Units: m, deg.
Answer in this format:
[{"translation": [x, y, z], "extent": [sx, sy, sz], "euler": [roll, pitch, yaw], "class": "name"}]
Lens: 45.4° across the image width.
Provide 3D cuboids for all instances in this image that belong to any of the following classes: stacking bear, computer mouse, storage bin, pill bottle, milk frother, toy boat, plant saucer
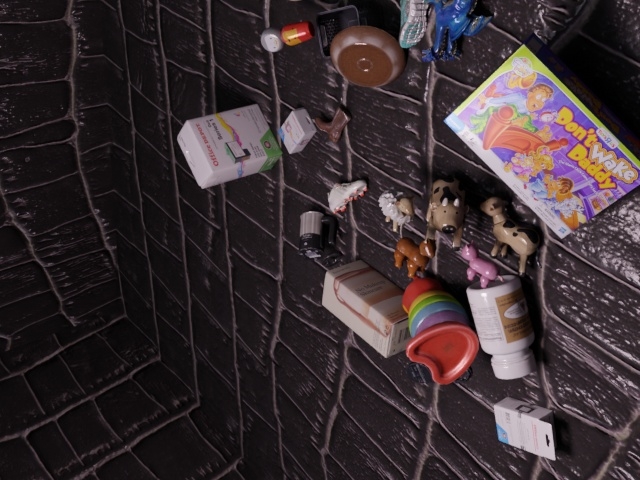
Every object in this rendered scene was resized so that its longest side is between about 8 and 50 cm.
[{"translation": [0.293, 0.201, 1.986], "extent": [0.175, 0.164, 0.289], "euler": [43, -164, -27], "class": "stacking bear"}, {"translation": [0.338, 0.370, 2.174], "extent": [0.242, 0.041, 0.071], "euler": [-10, 107, 50], "class": "computer mouse"}, {"translation": [0.080, -0.554, 2.019], "extent": [0.180, 0.084, 0.122], "euler": [10, 115, 54], "class": "storage bin"}, {"translation": [0.443, 0.209, 1.846], "extent": [0.131, 0.131, 0.230], "euler": [-7, 101, 56], "class": "pill bottle"}, {"translation": [0.000, 0.000, 2.418], "extent": [0.143, 0.129, 0.135], "euler": [72, -161, -60], "class": "milk frother"}, {"translation": [-0.106, -0.671, 2.040], "extent": [0.148, 0.267, 0.319], "euler": [-8, 89, 25], "class": "toy boat"}, {"translation": [0.116, -0.456, 1.944], "extent": [0.198, 0.036, 0.199], "euler": [11, 147, 7], "class": "plant saucer"}]

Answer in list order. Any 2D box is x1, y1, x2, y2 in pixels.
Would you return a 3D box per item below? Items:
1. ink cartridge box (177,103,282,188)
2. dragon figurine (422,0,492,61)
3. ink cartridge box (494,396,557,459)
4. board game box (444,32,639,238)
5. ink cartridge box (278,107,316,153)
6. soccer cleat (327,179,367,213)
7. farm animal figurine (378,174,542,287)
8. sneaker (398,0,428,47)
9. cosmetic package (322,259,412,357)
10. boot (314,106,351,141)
[{"translation": [-0.298, -0.312, 2.509], "extent": [0.202, 0.278, 0.117], "euler": [63, 146, 10], "class": "ink cartridge box"}, {"translation": [0.319, -0.499, 1.700], "extent": [0.289, 0.085, 0.144], "euler": [-26, 85, 57], "class": "dragon figurine"}, {"translation": [0.529, 0.471, 1.922], "extent": [0.180, 0.060, 0.104], "euler": [8, 112, 54], "class": "ink cartridge box"}, {"translation": [0.452, -0.202, 1.519], "extent": [0.347, 0.078, 0.233], "euler": [44, 132, -2], "class": "board game box"}, {"translation": [-0.072, -0.341, 2.376], "extent": [0.089, 0.052, 0.122], "euler": [62, 145, 13], "class": "ink cartridge box"}, {"translation": [0.071, -0.144, 2.261], "extent": [0.196, 0.068, 0.076], "euler": [-39, 71, 58], "class": "soccer cleat"}, {"translation": [0.328, -0.048, 1.811], "extent": [0.327, 0.330, 0.172], "euler": [-105, 16, -53], "class": "farm animal figurine"}, {"translation": [0.221, -0.551, 1.853], "extent": [0.076, 0.064, 0.167], "euler": [-119, 34, -44], "class": "sneaker"}, {"translation": [0.155, 0.193, 2.237], "extent": [0.296, 0.153, 0.129], "euler": [35, 132, 39], "class": "cosmetic package"}, {"translation": [0.037, -0.357, 2.224], "extent": [0.106, 0.037, 0.114], "euler": [45, 144, 13], "class": "boot"}]
